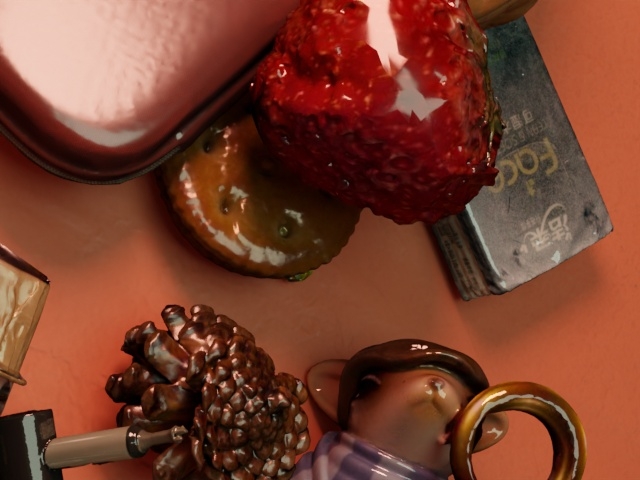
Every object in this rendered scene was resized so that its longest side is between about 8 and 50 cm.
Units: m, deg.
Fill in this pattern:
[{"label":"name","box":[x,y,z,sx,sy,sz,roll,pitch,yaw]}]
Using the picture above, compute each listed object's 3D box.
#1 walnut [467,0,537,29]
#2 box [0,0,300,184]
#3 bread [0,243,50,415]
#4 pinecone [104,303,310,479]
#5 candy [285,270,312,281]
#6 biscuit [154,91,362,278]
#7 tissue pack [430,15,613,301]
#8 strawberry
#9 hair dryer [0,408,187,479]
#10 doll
[{"label":"walnut","box":[0.144,-0.354,1.914,0.252,0.277,0.313,13,78,2]},{"label":"box","box":[-0.161,-0.226,1.764,0.263,0.108,0.404,46,60,1]},{"label":"bread","box":[-0.320,0.089,1.582,0.142,0.224,0.212,33,87,-17]},{"label":"pinecone","box":[-0.107,0.144,1.727,0.150,0.195,0.179,-50,137,8]},{"label":"candy","box":[0.000,0.000,1.907,0.123,0.035,0.035,-42,108,-38]},{"label":"biscuit","box":[-0.058,-0.065,1.837,0.220,0.066,0.220,9,69,-23]},{"label":"tissue pack","box":[0.180,-0.088,2.001,0.185,0.081,0.257,-27,96,-32]},{"label":"strawberry","box":[0.049,-0.135,1.745,0.220,0.274,0.274,-11,88,8]},{"label":"hair dryer","box":[-0.198,0.187,1.660,0.057,0.197,0.100,-9,86,-62]},{"label":"doll","box":[0.057,0.249,1.782,0.318,0.209,0.340,22,71,7]}]
